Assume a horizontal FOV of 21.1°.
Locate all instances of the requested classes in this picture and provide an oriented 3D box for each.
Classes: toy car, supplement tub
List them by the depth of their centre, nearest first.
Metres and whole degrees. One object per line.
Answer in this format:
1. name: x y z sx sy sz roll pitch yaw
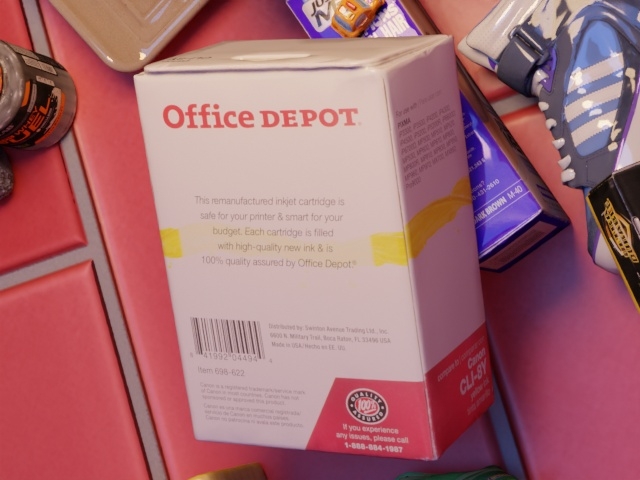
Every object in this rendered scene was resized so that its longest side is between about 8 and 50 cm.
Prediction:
1. toy car: 0.054 -0.198 1.707 0.060 0.040 0.122 -36 77 12
2. supplement tub: -0.365 -0.168 1.951 0.117 0.190 0.117 -1 87 18

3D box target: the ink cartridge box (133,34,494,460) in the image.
1. ink cartridge box: 0.000 0.000 1.672 0.279 0.160 0.385 2 109 31

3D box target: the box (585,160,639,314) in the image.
1. box: 0.454 0.007 1.668 0.322 0.079 0.257 -21 81 -16

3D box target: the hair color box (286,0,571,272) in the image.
1. hair color box: 0.117 -0.133 1.803 0.110 0.185 0.339 -37 77 12

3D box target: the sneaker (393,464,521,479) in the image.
1. sneaker: 0.085 0.317 1.801 0.295 0.123 0.109 -17 110 -6

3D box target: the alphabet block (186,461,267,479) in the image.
1. alphabet block: -0.138 0.369 1.851 0.193 0.192 0.197 -25 81 12

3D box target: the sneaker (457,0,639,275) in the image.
1. sneaker: 0.251 -0.142 1.799 0.236 0.130 0.323 12 93 24

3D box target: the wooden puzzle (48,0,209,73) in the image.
1. wooden puzzle: -0.197 -0.410 1.978 0.348 0.080 0.322 -44 76 6

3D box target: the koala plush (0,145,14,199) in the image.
1. koala plush: -0.514 -0.098 2.006 0.221 0.196 0.203 -36 66 13
